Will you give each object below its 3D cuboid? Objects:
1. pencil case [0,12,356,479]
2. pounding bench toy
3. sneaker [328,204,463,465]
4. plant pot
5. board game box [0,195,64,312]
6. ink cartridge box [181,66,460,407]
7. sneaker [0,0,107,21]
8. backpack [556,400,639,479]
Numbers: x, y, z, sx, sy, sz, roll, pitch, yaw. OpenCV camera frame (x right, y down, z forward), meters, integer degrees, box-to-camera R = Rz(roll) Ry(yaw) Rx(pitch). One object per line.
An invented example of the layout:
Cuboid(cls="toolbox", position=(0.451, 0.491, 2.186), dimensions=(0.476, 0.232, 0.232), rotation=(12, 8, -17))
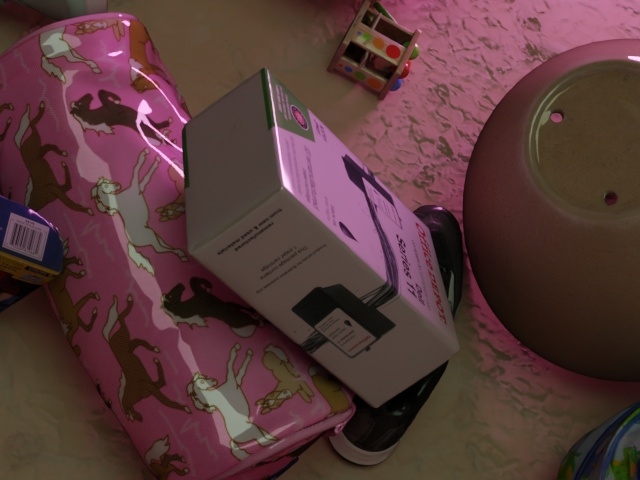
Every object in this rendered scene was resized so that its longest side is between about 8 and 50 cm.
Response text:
Cuboid(cls="pencil case", position=(-0.126, 0.009, 1.158), dimensions=(0.160, 0.167, 0.386), rotation=(-35, 78, 19))
Cuboid(cls="pounding bench toy", position=(0.057, -0.178, 1.345), dimensions=(0.065, 0.052, 0.083), rotation=(28, 63, -4))
Cuboid(cls="sneaker", position=(0.077, 0.065, 1.221), dimensions=(0.078, 0.106, 0.234), rotation=(25, 64, -7))
Cuboid(cls="plant pot", position=(0.238, -0.048, 1.202), dimensions=(0.284, 0.191, 0.284), rotation=(-5, 70, 15))
Cuboid(cls="board game box", position=(-0.312, -0.004, 1.108), dimensions=(0.194, 0.194, 0.060), rotation=(23, 61, -29))
Cuboid(cls="ink cartridge box", position=(0.000, 0.000, 1.096), dimensions=(0.208, 0.087, 0.153), rotation=(42, 23, -34))
Cuboid(cls="sneaker", position=(-0.301, -0.215, 1.216), dimensions=(0.256, 0.094, 0.151), rotation=(33, 57, 18))
Cuboid(cls="backpack", position=(0.358, 0.213, 1.186), dimensions=(0.356, 0.273, 0.290), rotation=(-7, 77, -6))
